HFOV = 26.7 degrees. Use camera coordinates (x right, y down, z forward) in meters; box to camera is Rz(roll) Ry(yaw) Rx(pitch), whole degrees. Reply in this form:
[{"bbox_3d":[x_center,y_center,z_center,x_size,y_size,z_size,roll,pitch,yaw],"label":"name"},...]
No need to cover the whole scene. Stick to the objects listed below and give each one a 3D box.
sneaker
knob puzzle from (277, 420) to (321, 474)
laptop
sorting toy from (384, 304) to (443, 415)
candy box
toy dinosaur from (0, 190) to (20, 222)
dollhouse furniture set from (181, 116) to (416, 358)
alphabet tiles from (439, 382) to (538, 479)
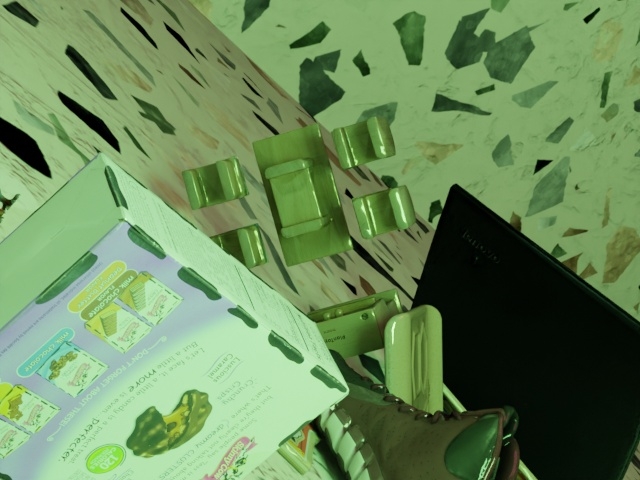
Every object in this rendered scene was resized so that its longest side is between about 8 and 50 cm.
[{"bbox_3d":[0.095,0.174,1.232,0.106,0.162,0.281,54,5,-43],"label":"sneaker"},{"bbox_3d":[-0.061,0.112,1.235,0.213,0.030,0.213,46,9,-10],"label":"knob puzzle"},{"bbox_3d":[0.296,0.193,1.684,0.382,0.236,0.408,43,3,42],"label":"laptop"},{"bbox_3d":[0.093,0.167,1.411,0.208,0.038,0.193,0,89,-75],"label":"sorting toy"},{"bbox_3d":[-0.109,0.072,0.762,0.196,0.165,0.070,41,13,-39],"label":"candy box"},{"bbox_3d":[-0.264,-0.039,0.975,0.082,0.047,0.090,36,-21,-14],"label":"toy dinosaur"},{"bbox_3d":[0.000,0.000,1.453,0.161,0.212,0.242,-26,100,-79],"label":"dollhouse furniture set"},{"bbox_3d":[0.241,0.305,1.577,0.342,0.011,0.285,49,-10,7],"label":"alphabet tiles"}]
